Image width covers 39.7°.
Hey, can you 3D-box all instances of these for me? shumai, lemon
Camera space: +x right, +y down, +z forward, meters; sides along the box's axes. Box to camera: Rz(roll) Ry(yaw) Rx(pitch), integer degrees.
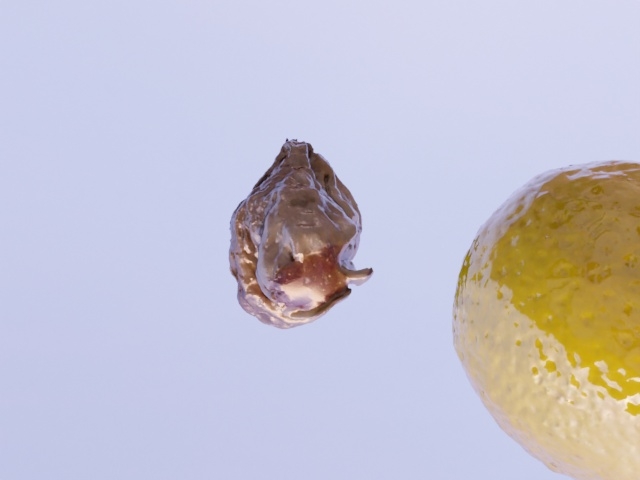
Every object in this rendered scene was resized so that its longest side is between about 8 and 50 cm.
[{"bbox_3d":[0.001,0.004,1.075,0.185,0.184,0.218,13,-115,46],"label":"shumai"},{"bbox_3d":[0.243,0.070,0.680,0.310,0.253,0.253,31,-135,31],"label":"lemon"}]
